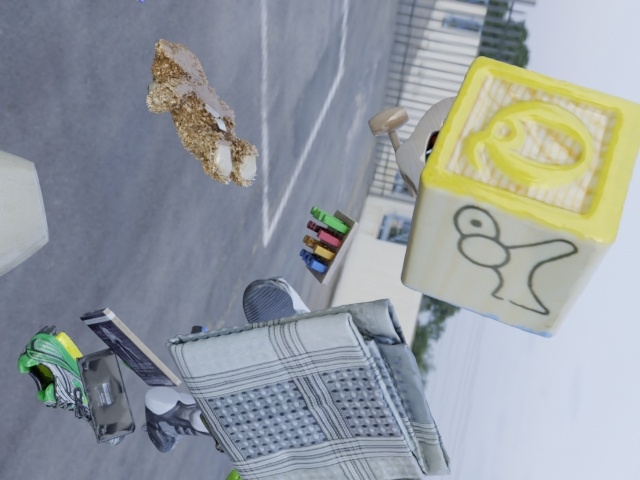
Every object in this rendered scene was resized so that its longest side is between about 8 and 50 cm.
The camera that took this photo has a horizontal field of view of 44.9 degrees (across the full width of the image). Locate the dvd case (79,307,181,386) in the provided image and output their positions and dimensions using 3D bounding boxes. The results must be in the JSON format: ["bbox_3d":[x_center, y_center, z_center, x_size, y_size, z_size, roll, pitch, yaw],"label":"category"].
[{"bbox_3d":[-0.403,0.229,1.632,0.018,0.221,0.164,-51,-161,-29],"label":"dvd case"}]

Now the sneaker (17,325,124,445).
[{"bbox_3d":[-0.617,0.385,1.915,0.134,0.343,0.146,-32,-167,36],"label":"sneaker"}]

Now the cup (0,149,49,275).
[{"bbox_3d":[-0.686,-0.060,1.562,0.331,0.237,0.331,169,-90,-73],"label":"cup"}]

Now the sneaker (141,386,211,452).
[{"bbox_3d":[-0.354,0.502,2.071,0.101,0.269,0.153,-51,159,-65],"label":"sneaker"}]

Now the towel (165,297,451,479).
[{"bbox_3d":[-0.010,0.231,1.049,0.056,0.324,0.312,-72,144,-58],"label":"towel"}]

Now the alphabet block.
[{"bbox_3d":[0.209,-0.043,0.828,0.197,0.192,0.193,93,19,-57],"label":"alphabet block"}]

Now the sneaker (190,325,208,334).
[{"bbox_3d":[-0.260,0.349,2.109,0.129,0.147,0.330,-89,162,-51],"label":"sneaker"}]

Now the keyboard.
[{"bbox_3d":[-0.449,0.317,1.570,0.023,0.108,0.180,118,-45,-71],"label":"keyboard"}]

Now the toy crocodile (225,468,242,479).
[{"bbox_3d":[-0.059,0.550,1.677,0.341,0.115,0.105,28,105,-44],"label":"toy crocodile"}]

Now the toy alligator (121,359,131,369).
[{"bbox_3d":[-0.487,0.338,2.084,0.051,0.190,0.056,-4,107,-43],"label":"toy alligator"}]

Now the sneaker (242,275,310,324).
[{"bbox_3d":[-0.124,0.147,1.907,0.122,0.146,0.330,-35,151,2],"label":"sneaker"}]

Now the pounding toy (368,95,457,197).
[{"bbox_3d":[0.203,-0.112,1.168,0.154,0.269,0.155,-33,165,4],"label":"pounding toy"}]

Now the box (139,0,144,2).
[{"bbox_3d":[-0.322,-0.436,1.165,0.105,0.179,0.043,-33,-126,40],"label":"box"}]

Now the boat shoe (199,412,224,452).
[{"bbox_3d":[-0.181,0.386,1.487,0.049,0.152,0.056,-25,162,-45],"label":"boat shoe"}]

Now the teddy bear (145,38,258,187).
[{"bbox_3d":[-0.249,-0.239,1.548,0.113,0.338,0.245,-39,179,25],"label":"teddy bear"}]

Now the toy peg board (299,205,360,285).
[{"bbox_3d":[0.000,0.000,1.805,0.160,0.079,0.161,-61,-162,4],"label":"toy peg board"}]
